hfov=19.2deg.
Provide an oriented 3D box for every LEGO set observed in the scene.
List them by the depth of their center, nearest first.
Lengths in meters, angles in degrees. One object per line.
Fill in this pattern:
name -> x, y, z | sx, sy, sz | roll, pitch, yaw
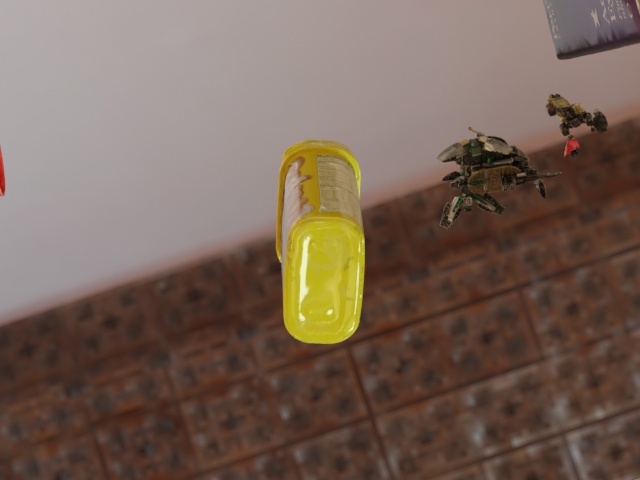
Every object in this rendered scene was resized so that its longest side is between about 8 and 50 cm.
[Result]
LEGO set -> 0.074, -0.035, 0.739 | 0.054, 0.083, 0.023 | 33, 38, -48

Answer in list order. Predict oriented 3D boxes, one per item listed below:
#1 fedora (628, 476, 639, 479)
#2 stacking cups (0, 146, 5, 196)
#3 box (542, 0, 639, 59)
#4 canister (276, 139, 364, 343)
fedora -> 0.200, 0.138, 0.596 | 0.275, 0.244, 0.124 | -27, -122, 53
stacking cups -> -0.381, -0.038, 1.309 | 0.096, 0.316, 0.096 | 169, -90, -89
box -> 0.157, -0.169, 0.851 | 0.207, 0.108, 0.153 | -155, -130, -87
canister -> 0.000, 0.000, 1.631 | 0.170, 0.073, 0.126 | -95, -172, -66
